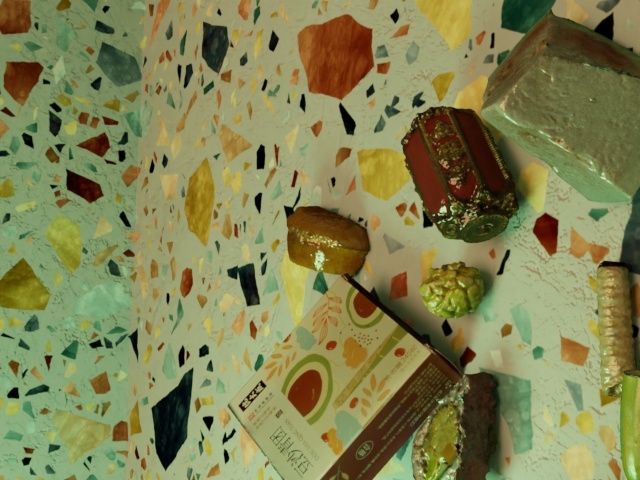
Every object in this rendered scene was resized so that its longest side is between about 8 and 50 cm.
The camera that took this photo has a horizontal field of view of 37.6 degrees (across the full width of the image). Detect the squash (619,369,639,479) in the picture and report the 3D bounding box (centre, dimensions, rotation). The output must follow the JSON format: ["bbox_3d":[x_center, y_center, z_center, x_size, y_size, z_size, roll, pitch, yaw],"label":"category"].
[{"bbox_3d":[0.491,0.292,1.409,0.095,0.095,0.188,8,94,57],"label":"squash"}]

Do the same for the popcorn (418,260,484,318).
[{"bbox_3d":[0.253,0.092,1.785,0.116,0.106,0.121,41,110,11],"label":"popcorn"}]

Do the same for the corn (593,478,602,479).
[{"bbox_3d":[0.457,0.514,1.400,0.123,0.122,0.305,-52,44,39],"label":"corn"}]

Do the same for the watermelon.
[{"bbox_3d":[0.374,-0.223,1.502,0.387,0.258,0.228,58,134,38],"label":"watermelon"}]

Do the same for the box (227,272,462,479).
[{"bbox_3d":[0.039,0.306,1.915,0.385,0.122,0.344,-49,38,-2],"label":"box"}]

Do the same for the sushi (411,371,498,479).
[{"bbox_3d":[0.248,0.367,1.757,0.161,0.107,0.241,-15,66,55],"label":"sushi"}]

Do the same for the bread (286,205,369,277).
[{"bbox_3d":[-0.010,-0.002,2.178,0.260,0.134,0.129,29,111,55],"label":"bread"}]

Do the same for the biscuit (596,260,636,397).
[{"bbox_3d":[0.471,0.140,1.492,0.061,0.055,0.219,-9,79,46],"label":"biscuit"}]

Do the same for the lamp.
[{"bbox_3d":[0.258,-0.125,1.757,0.177,0.177,0.274,-53,45,40],"label":"lamp"}]
